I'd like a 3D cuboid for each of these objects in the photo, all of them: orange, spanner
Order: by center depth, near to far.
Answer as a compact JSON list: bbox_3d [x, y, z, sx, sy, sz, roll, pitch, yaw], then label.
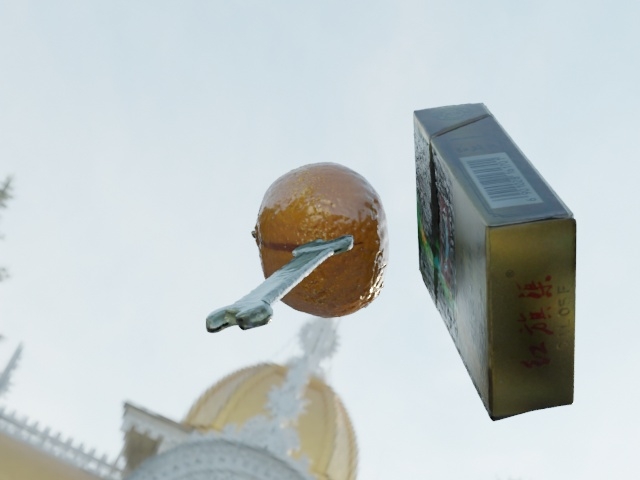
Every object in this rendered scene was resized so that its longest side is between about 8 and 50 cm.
[{"bbox_3d":[-0.034,0.035,1.085,0.071,0.302,0.018,-9,-79,20],"label":"spanner"},{"bbox_3d":[0.000,0.000,1.368,0.161,0.193,0.193,-8,-33,-4],"label":"orange"}]

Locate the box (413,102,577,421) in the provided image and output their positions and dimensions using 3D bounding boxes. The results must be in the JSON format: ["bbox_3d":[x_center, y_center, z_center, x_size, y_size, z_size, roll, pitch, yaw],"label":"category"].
[{"bbox_3d":[0.128,0.006,0.883,0.071,0.240,0.159,-9,-65,-4],"label":"box"}]
